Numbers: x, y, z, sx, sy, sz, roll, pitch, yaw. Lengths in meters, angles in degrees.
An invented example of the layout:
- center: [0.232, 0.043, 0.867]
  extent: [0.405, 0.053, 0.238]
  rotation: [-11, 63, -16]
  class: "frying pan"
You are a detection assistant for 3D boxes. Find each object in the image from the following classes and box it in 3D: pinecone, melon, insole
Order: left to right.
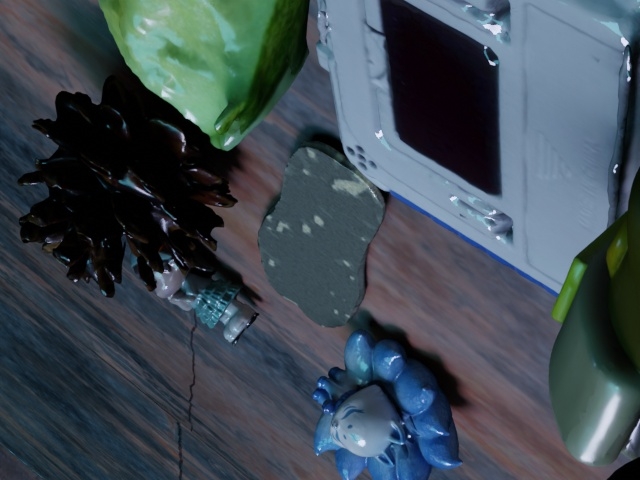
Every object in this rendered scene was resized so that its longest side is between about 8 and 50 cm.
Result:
- center: [-0.075, -0.192, 0.481]
  extent: [0.323, 0.124, 0.196]
  rotation: [59, 157, -12]
  class: "melon"
- center: [-0.125, -0.030, 0.938]
  extent: [0.140, 0.121, 0.140]
  rotation: [38, 174, 5]
  class: "pinecone"
- center: [0.000, 0.000, 0.935]
  extent: [0.081, 0.011, 0.248]
  rotation: [38, 159, 7]
  class: "insole"

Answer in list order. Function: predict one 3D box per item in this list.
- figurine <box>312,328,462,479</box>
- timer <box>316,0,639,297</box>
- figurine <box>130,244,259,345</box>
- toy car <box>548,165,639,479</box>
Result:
- center: [0.047, 0.120, 0.993]
  extent: [0.114, 0.079, 0.114]
  rotation: [4, 97, 37]
  class: "figurine"
- center: [0.070, -0.070, 0.582]
  extent: [0.178, 0.078, 0.253]
  rotation: [32, 158, 25]
  class: "timer"
- center: [-0.092, 0.030, 1.107]
  extent: [0.106, 0.047, 0.060]
  rotation: [39, 168, 0]
  class: "figurine"
- center: [0.204, 0.024, 0.430]
  extent: [0.248, 0.204, 0.198]
  rotation: [35, 136, 20]
  class: "toy car"
